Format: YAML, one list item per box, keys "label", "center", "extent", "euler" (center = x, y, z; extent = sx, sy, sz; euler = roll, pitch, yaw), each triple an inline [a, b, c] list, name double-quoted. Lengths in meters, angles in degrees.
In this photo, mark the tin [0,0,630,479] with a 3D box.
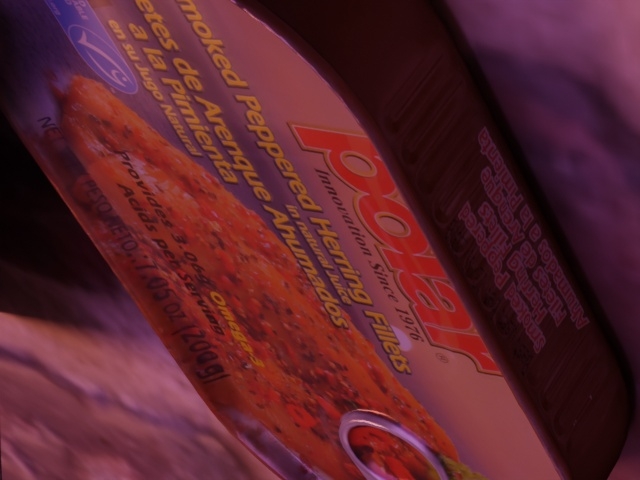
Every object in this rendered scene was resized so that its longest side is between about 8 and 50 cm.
- label: "tin"
  center: [0.000, 0.000, 0.411]
  extent: [0.106, 0.040, 0.189]
  euler: [12, 143, 44]
